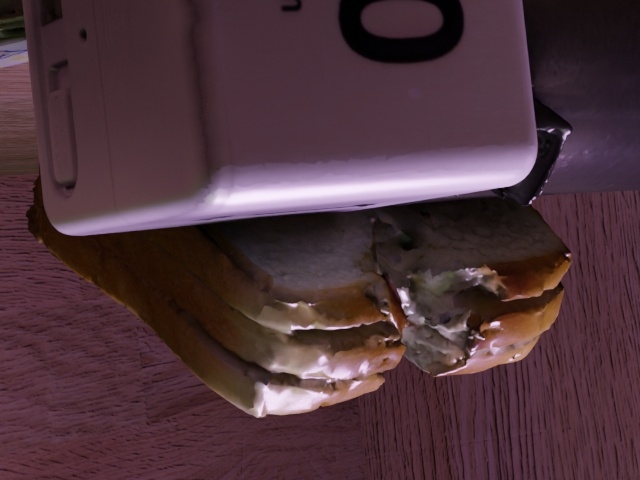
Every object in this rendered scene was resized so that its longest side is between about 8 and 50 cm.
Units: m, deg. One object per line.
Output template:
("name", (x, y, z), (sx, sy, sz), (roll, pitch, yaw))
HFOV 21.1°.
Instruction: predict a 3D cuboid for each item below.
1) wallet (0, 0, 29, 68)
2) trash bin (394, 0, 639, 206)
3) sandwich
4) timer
("wallet", (-0.207, -0.146, 1.131), (0.310, 0.077, 0.223), (-10, 180, 16))
("trash bin", (0.166, -0.128, 1.068), (0.302, 0.203, 0.252), (-5, -138, -29))
("sandwich", (0.000, 0.001, 1.066), (0.273, 0.095, 0.249), (-7, -148, -41))
("timer", (-0.027, -0.110, 0.880), (0.195, 0.192, 0.194), (-6, 179, -31))
